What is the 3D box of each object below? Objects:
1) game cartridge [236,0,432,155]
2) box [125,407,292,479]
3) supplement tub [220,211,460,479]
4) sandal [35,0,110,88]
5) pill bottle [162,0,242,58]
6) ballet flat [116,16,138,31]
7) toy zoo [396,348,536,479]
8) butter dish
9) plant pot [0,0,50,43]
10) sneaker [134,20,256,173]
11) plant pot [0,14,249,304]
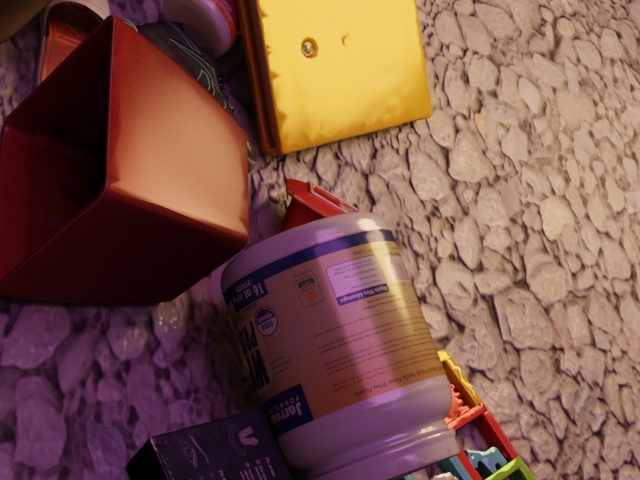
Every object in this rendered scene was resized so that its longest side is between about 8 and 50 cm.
[{"bbox_3d":[0.024,-0.292,2.059,0.324,0.053,0.285,-17,102,-42],"label":"game cartridge"},{"bbox_3d":[-0.120,0.298,1.632,0.158,0.093,0.156,-10,66,-35],"label":"box"},{"bbox_3d":[0.027,0.147,1.709,0.228,0.228,0.316,-12,76,-36],"label":"supplement tub"},{"bbox_3d":[-0.332,-0.289,1.910,0.102,0.076,0.265,13,54,-24],"label":"sandal"},{"bbox_3d":[-0.118,-0.374,2.043,0.121,0.121,0.221,43,60,1],"label":"pill bottle"},{"bbox_3d":[-0.257,-0.211,1.901,0.070,0.070,0.188,-15,100,-37],"label":"ballet flat"},{"bbox_3d":[0.157,0.268,1.865,0.192,0.030,0.293,-24,74,-39],"label":"toy zoo"},{"bbox_3d":[0.000,0.000,1.901,0.160,0.118,0.160,30,8,-7],"label":"butter dish"},{"bbox_3d":[-0.437,-0.399,1.783,0.323,0.280,0.323,16,52,-23],"label":"plant pot"},{"bbox_3d":[-0.165,-0.208,1.943,0.106,0.101,0.267,-30,79,-43],"label":"sneaker"},{"bbox_3d":[-0.233,-0.065,1.714,0.236,0.267,0.267,23,49,-33],"label":"plant pot"}]
